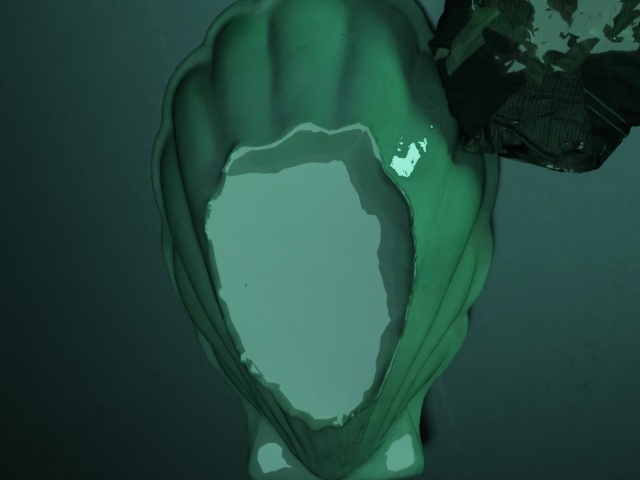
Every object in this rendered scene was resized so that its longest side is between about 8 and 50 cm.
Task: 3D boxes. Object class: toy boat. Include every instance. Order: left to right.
[{"bbox_3d":[0.000,0.000,1.013,0.199,0.100,0.290,-4,99,9],"label":"toy boat"}]

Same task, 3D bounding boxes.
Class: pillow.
[{"bbox_3d":[0.149,-0.198,0.955,0.161,0.092,0.335,8,102,8],"label":"pillow"}]
